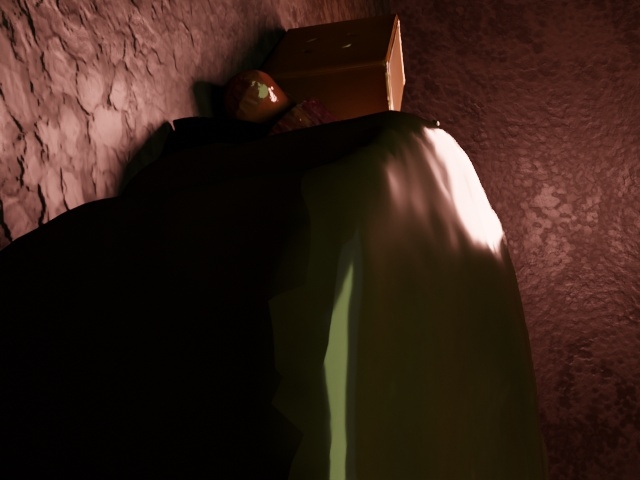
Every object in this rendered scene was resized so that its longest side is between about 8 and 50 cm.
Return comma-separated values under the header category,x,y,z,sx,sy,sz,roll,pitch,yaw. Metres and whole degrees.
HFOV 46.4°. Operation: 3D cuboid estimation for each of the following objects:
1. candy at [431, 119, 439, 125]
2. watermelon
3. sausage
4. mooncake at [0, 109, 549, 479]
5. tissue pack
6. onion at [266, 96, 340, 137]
category,x,y,z,sx,sy,sz,roll,pitch,yaw
candy,0.069,-0.069,1.102,0.091,0.305,0.083,13,43,-46
watermelon,-0.108,-0.068,0.725,0.158,0.098,0.121,-3,86,-73
sausage,-0.072,-0.166,0.958,0.194,0.077,0.077,8,76,-78
mooncake,-0.006,0.150,0.509,0.467,0.262,0.466,29,56,-55
tissue pack,0.030,-0.243,1.167,0.274,0.195,0.145,-73,153,-58
onion,0.000,0.000,0.943,0.280,0.146,0.314,-61,158,-55
